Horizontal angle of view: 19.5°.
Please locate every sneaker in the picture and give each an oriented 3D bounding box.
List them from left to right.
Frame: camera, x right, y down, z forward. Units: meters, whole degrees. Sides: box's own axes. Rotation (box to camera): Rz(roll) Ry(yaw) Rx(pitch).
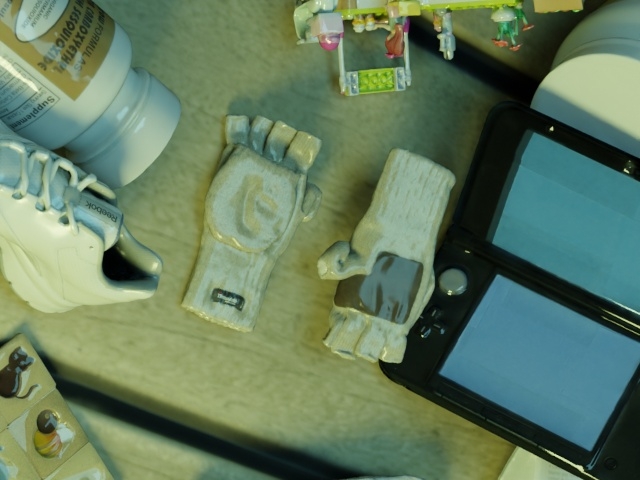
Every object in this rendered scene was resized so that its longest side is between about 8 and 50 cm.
[{"bbox_3d":[-0.231,-0.040,1.493,0.297,0.129,0.111,45,54,-49],"label":"sneaker"}]

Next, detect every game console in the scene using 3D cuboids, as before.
[{"bbox_3d":[0.232,0.056,1.753,0.293,0.173,0.250,26,66,15],"label":"game console"}]

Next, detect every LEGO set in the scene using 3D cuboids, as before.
[{"bbox_3d":[0.112,-0.198,1.793,0.287,0.132,0.107,-5,97,-14],"label":"LEGO set"}]

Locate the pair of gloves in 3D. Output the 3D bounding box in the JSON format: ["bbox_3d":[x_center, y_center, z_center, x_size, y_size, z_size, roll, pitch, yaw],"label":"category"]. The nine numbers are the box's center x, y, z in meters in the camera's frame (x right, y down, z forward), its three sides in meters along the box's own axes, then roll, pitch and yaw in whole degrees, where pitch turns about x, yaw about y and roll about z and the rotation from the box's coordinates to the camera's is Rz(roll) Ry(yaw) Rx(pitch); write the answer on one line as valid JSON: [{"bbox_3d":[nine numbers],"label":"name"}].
[{"bbox_3d":[0.000,0.000,1.736,0.240,0.042,0.204,14,84,-18],"label":"pair of gloves"}]

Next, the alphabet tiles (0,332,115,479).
[{"bbox_3d":[-0.328,0.243,1.528,0.342,0.011,0.285,-40,109,-30],"label":"alphabet tiles"}]

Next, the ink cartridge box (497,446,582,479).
[{"bbox_3d":[0.306,0.252,1.940,0.308,0.091,0.385,13,78,-36],"label":"ink cartridge box"}]

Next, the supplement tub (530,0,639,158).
[{"bbox_3d":[0.376,-0.161,1.876,0.331,0.241,0.241,-39,110,-43],"label":"supplement tub"}]

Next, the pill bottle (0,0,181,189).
[{"bbox_3d":[-0.230,-0.149,1.544,0.229,0.131,0.131,40,66,-28],"label":"pill bottle"}]

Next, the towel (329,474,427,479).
[{"bbox_3d":[0.001,0.317,1.739,0.282,0.049,0.187,-2,88,-36],"label":"towel"}]
